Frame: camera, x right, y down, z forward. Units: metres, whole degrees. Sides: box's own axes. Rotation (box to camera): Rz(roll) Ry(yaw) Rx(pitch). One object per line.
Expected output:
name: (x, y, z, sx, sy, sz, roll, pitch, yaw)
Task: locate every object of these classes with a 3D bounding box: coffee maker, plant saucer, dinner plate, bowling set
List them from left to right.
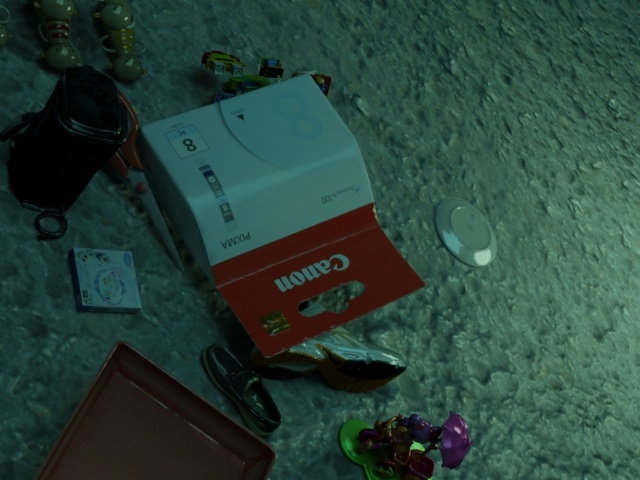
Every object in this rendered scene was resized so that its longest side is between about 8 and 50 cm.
coffee maker: (-0.336, -0.121, 1.638, 0.120, 0.178, 0.171, -15, 72, -42)
bowling set: (-0.361, -0.351, 1.769, 0.287, 0.200, 0.154, 0, 63, -34)
plant saucer: (-0.203, 0.289, 1.463, 0.259, 0.048, 0.258, 38, 44, -13)
dinner plate: (0.264, -0.018, 2.159, 0.141, 0.017, 0.141, 21, 49, -27)

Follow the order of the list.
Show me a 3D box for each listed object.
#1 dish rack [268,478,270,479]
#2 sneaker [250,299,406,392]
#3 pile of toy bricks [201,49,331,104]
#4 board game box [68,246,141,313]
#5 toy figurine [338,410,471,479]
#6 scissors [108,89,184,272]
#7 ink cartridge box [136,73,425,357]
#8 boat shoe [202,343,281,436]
dish rack: (-0.190, 0.412, 1.473, 0.333, 0.072, 0.285, 8, 56, -34)
sneaker: (0.015, 0.145, 1.799, 0.262, 0.099, 0.121, 15, 49, -32)
pile of toy bricks: (-0.101, -0.250, 1.984, 0.212, 0.118, 0.105, 4, 24, -24)
board game box: (-0.296, 0.055, 1.665, 0.090, 0.020, 0.090, 5, 59, -35)
toy figurine: (0.138, 0.289, 1.751, 0.173, 0.159, 0.130, 35, 46, -14)
scissors: (-0.258, -0.096, 1.741, 0.297, 0.109, 0.021, 50, 12, 1)
ink cartridge box: (-0.052, -0.049, 1.789, 0.308, 0.091, 0.385, -22, 65, -31)
boat shoe: (-0.104, 0.203, 1.695, 0.152, 0.049, 0.056, 51, 44, 2)
